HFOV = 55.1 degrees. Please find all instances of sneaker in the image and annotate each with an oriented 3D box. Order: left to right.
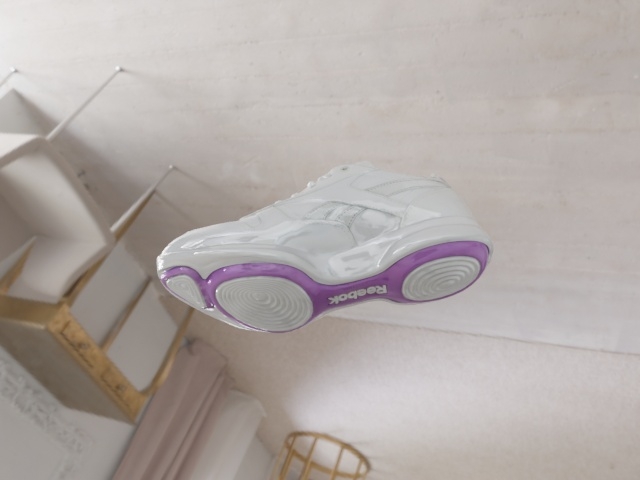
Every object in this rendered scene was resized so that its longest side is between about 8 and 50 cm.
[{"bbox_3d":[0.000,0.000,0.591,0.304,0.152,0.114,-6,137,-8],"label":"sneaker"}]
